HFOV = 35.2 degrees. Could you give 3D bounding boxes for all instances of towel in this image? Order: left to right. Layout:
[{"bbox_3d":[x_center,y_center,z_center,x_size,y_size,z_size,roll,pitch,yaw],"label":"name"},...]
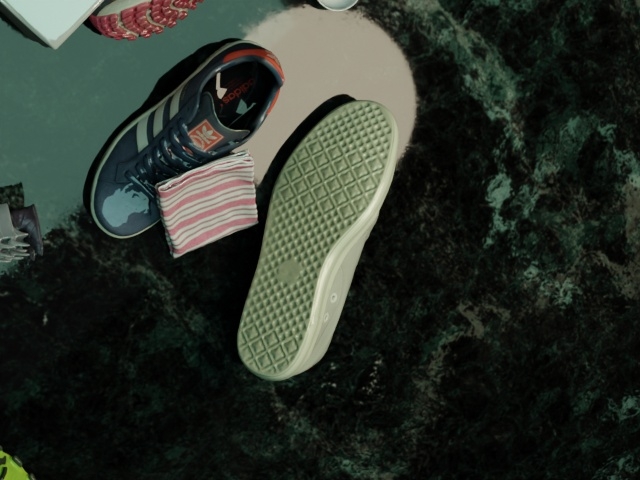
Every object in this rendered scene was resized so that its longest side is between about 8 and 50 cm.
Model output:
[{"bbox_3d":[-0.158,-0.046,1.446,0.144,0.029,0.197,-23,153,-13],"label":"towel"}]

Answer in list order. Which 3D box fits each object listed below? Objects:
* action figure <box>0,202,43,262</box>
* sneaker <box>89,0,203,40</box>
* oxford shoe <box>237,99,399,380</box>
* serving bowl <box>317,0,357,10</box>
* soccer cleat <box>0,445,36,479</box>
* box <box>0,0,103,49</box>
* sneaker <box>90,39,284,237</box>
[{"bbox_3d":[-0.514,0.002,1.308,0.285,0.185,0.099,-7,71,-24],"label":"action figure"},{"bbox_3d":[-0.191,-0.383,1.375,0.299,0.121,0.112,-39,85,-8],"label":"sneaker"},{"bbox_3d":[0.000,0.000,1.541,0.130,0.169,0.449,26,83,-67],"label":"oxford shoe"},{"bbox_3d":[0.021,-0.383,1.496,0.083,0.027,0.083,-6,106,-21],"label":"serving bowl"},{"bbox_3d":[-0.537,0.336,1.437,0.289,0.093,0.121,32,120,-30],"label":"soccer cleat"},{"bbox_3d":[-0.287,-0.421,1.257,0.345,0.215,0.168,-48,115,-5],"label":"box"},{"bbox_3d":[-0.185,-0.140,1.408,0.131,0.148,0.350,41,87,-26],"label":"sneaker"}]
